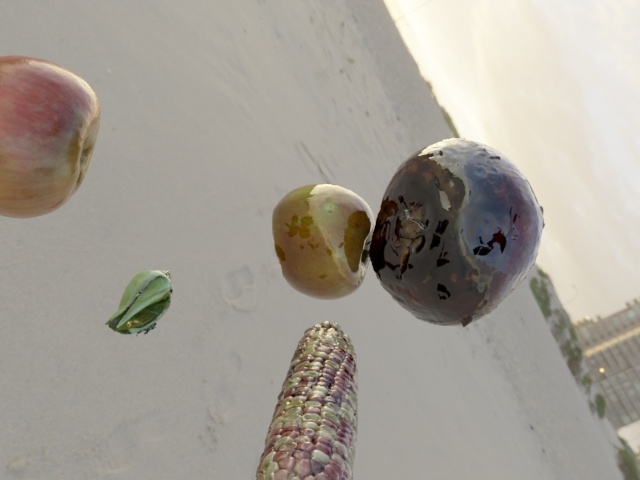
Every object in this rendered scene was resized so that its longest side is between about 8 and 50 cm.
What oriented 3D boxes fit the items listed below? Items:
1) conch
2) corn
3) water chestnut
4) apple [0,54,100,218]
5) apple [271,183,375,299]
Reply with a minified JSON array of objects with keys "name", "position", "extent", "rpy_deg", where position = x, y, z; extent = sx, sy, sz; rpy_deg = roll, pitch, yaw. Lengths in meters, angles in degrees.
[{"name":"conch","position":[-0.352,0.117,1.162],"extent":[0.095,0.079,0.201],"rpy_deg":[35,43,-18]},{"name":"corn","position":[-0.006,0.193,0.643],"extent":[0.098,0.098,0.290],"rpy_deg":[59,18,-18]},{"name":"water chestnut","position":[0.262,-0.002,1.041],"extent":[0.302,0.350,0.350],"rpy_deg":[10,39,-23]},{"name":"apple","position":[-0.377,-0.129,0.719],"extent":[0.164,0.209,0.209],"rpy_deg":[18,25,-14]},{"name":"apple","position":[0.000,0.000,1.157],"extent":[0.237,0.207,0.237],"rpy_deg":[11,90,-72]}]
